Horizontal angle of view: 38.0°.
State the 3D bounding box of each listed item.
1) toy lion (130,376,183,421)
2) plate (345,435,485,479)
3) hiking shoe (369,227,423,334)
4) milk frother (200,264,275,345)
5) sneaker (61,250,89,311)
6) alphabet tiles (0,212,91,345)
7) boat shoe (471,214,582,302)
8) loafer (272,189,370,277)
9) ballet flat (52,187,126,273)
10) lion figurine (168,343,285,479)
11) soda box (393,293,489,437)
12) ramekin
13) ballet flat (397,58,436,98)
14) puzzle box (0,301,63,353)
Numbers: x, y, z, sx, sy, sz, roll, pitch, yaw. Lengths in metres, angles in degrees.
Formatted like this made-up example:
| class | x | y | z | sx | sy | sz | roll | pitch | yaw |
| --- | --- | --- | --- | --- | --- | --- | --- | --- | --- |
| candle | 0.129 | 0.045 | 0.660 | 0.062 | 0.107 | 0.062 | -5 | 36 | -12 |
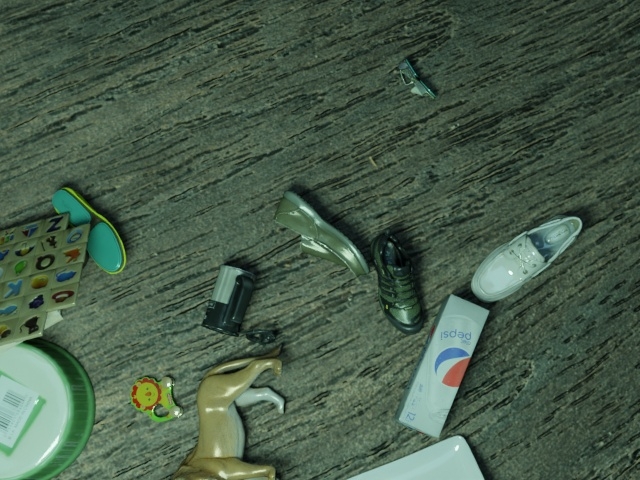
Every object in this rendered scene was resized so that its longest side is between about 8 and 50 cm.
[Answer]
| class | x | y | z | sx | sy | sz | roll | pitch | yaw |
| --- | --- | --- | --- | --- | --- | --- | --- | --- | --- |
| toy lion | -0.344 | 0.329 | 1.927 | 0.096 | 0.034 | 0.100 | -19 | 81 | 1 |
| plate | 0.216 | 0.561 | 1.857 | 0.278 | 0.045 | 0.277 | -21 | 54 | -6 |
| hiking shoe | 0.159 | 0.089 | 1.951 | 0.086 | 0.114 | 0.227 | -19 | 81 | -6 |
| milk frother | -0.156 | 0.139 | 1.947 | 0.143 | 0.129 | 0.135 | 27 | 76 | -41 |
| sneaker | -0.551 | 0.087 | 1.941 | 0.066 | 0.071 | 0.188 | 26 | 79 | 2 |
| alphabet tiles | -0.593 | 0.078 | 1.819 | 0.285 | 0.011 | 0.343 | -15 | 41 | 9 |
| boat shoe | 0.441 | 0.028 | 1.985 | 0.277 | 0.096 | 0.098 | -37 | 84 | -8 |
| loafer | 0.000 | 0.000 | 1.982 | 0.251 | 0.094 | 0.087 | 41 | 92 | 10 |
| ballet flat | -0.474 | -0.023 | 1.960 | 0.077 | 0.077 | 0.231 | -44 | 76 | 6 |
| lion figurine | -0.199 | 0.394 | 1.883 | 0.240 | 0.142 | 0.392 | 2 | 65 | 5 |
| soda box | 0.251 | 0.261 | 1.932 | 0.091 | 0.098 | 0.286 | 24 | 78 | 2 |
| ramekin | -0.614 | 0.340 | 1.850 | 0.303 | 0.148 | 0.303 | 1 | 79 | -3 |
| ballet flat | 0.212 | -0.353 | 2.082 | 0.041 | 0.041 | 0.114 | -36 | 82 | -8 |
| puzzle box | -0.721 | 0.167 | 1.841 | 0.409 | 0.272 | 0.052 | -28 | 126 | -7 |
